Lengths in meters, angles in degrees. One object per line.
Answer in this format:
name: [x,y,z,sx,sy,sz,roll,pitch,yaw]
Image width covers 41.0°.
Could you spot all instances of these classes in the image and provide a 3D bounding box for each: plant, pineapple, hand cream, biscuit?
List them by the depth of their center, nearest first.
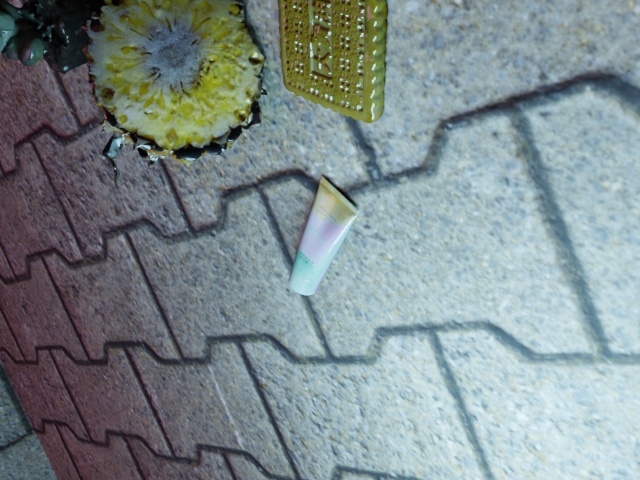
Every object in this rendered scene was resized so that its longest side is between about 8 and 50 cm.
biscuit: [0.009,-0.274,1.009,0.172,0.029,0.254,29,132,38]
hand cream: [0.000,0.000,1.195,0.076,0.047,0.174,44,132,25]
pineapple: [-0.229,-0.203,1.213,0.262,0.262,0.271,64,156,-3]
plant: [-0.448,-0.329,1.328,0.149,0.274,0.146,47,136,18]
